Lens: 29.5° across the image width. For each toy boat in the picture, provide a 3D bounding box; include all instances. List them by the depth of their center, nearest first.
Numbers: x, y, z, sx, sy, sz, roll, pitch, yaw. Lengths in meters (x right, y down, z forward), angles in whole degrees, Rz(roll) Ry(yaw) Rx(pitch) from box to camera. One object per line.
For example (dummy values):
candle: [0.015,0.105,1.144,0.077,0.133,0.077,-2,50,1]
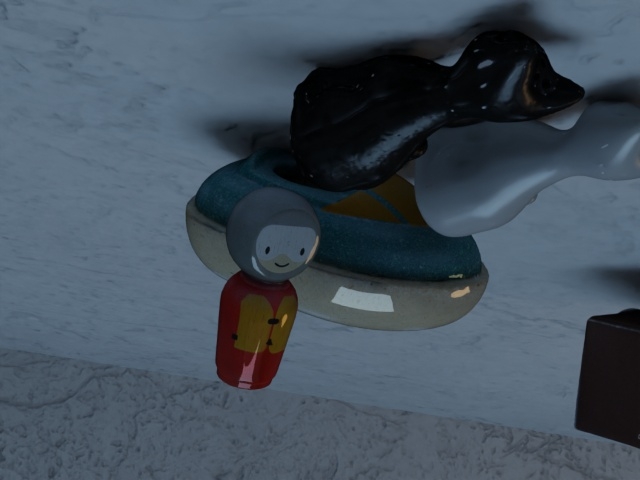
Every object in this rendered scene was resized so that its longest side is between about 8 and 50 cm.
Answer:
toy boat: [0.000,0.000,0.986,0.267,0.148,0.318,17,-160,14]

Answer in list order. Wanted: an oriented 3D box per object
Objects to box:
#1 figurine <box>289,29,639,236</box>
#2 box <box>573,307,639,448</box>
figurine: [0.124,-0.075,0.864,0.215,0.092,0.209,20,158,-40]
box: [0.480,0.173,1.272,0.381,0.143,0.191,15,-168,43]
